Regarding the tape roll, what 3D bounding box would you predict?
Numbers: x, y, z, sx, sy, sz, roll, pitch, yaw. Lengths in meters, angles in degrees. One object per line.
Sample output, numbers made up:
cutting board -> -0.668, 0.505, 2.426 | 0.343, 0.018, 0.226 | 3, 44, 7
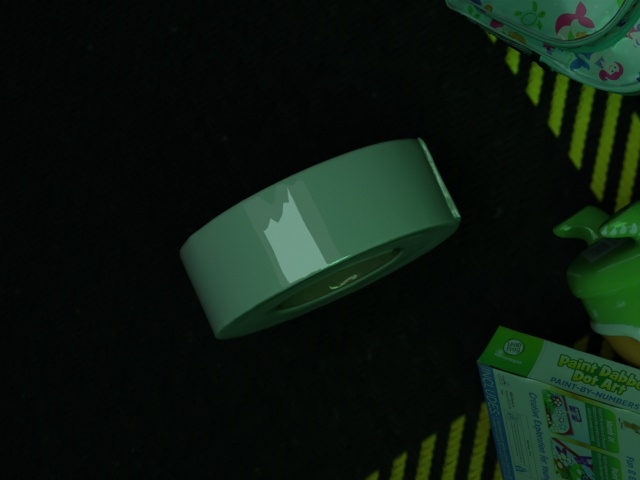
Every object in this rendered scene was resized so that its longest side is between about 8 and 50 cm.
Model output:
tape roll -> 0.000, 0.000, 1.491 | 0.286, 0.286, 0.100 | -29, 80, 22

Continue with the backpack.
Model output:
backpack -> 0.275, -0.267, 1.418 | 0.253, 0.191, 0.225 | 34, 104, 14

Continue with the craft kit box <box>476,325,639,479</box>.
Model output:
craft kit box -> 0.288, 0.210, 1.395 | 0.246, 0.250, 0.061 | 19, 56, 30

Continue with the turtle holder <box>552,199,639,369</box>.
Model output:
turtle holder -> 0.402, 0.014, 1.362 | 0.227, 0.320, 0.243 | 57, 155, -2
